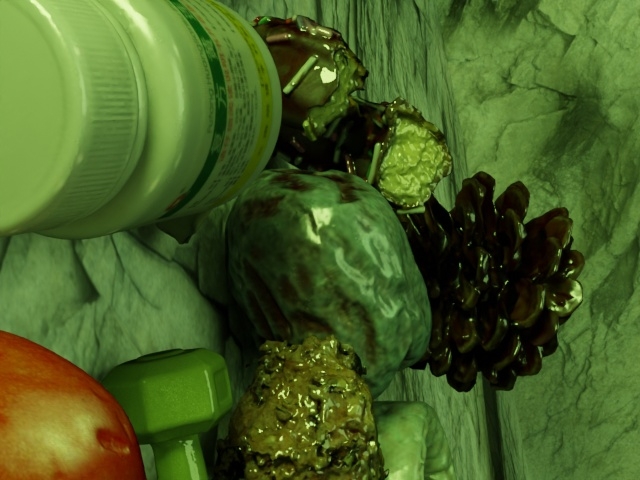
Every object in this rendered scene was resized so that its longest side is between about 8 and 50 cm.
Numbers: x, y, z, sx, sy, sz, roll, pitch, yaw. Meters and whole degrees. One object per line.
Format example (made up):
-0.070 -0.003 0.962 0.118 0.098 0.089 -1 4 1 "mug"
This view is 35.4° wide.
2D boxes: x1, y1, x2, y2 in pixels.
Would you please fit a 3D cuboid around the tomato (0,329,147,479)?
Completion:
-0.211 0.170 0.525 0.298 0.226 0.298 -10 90 -76 "tomato"

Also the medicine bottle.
-0.178 -0.108 0.798 0.340 0.208 0.208 -24 103 -72 "medicine bottle"

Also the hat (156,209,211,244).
-0.174 -0.089 1.053 0.175 0.085 0.147 48 15 -17 "hat"

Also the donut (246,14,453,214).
-0.005 -0.165 1.315 0.345 0.259 0.136 40 73 -49 "donut"

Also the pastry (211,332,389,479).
-0.008 0.238 1.065 0.275 0.193 0.275 14 90 -81 "pastry"

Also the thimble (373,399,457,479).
0.072 0.359 1.326 0.291 0.195 0.291 -11 90 -73 "thimble"

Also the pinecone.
0.257 0.060 1.754 0.398 0.398 0.397 -10 90 -72 "pinecone"

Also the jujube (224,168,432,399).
0.003 0.052 1.231 0.308 0.215 0.246 62 -14 -15 "jujube"

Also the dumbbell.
-0.122 0.252 0.924 0.121 0.108 0.302 -4 83 -81 "dumbbell"
